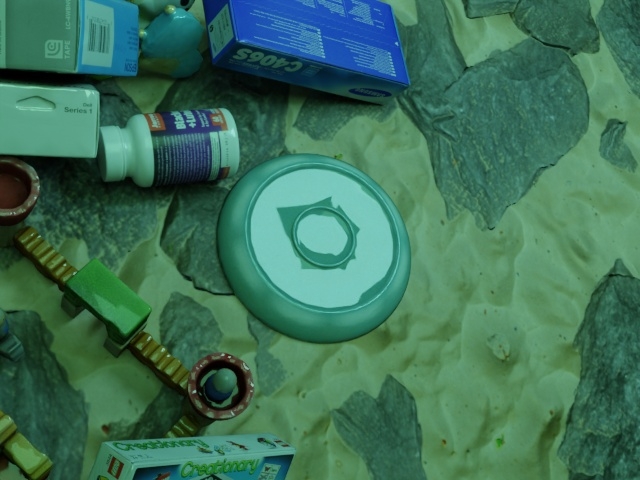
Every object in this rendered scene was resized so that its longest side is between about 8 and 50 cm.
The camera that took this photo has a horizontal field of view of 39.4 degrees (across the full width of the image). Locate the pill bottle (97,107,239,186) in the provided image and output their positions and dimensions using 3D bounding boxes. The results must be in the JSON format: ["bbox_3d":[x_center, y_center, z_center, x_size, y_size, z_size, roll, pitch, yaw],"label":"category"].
[{"bbox_3d":[-0.226,-0.135,1.315,0.194,0.108,0.108,-8,71,-22],"label":"pill bottle"}]

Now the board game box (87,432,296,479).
[{"bbox_3d":[-0.160,0.323,1.028,0.053,0.305,0.193,23,94,33],"label":"board game box"}]

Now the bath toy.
[{"bbox_3d":[-0.262,-0.434,1.422,0.129,0.151,0.348,20,52,-55],"label":"bath toy"}]

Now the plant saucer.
[{"bbox_3d":[0.000,0.000,1.376,0.318,0.043,0.317,7,67,-16],"label":"plant saucer"}]

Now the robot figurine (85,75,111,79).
[{"bbox_3d":[-0.338,-0.297,1.367,0.101,0.067,0.115,-6,68,8],"label":"robot figurine"}]

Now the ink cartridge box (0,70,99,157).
[{"bbox_3d":[-0.389,-0.175,1.208,0.160,0.219,0.092,0,105,-19],"label":"ink cartridge box"}]

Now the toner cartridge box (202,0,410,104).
[{"bbox_3d":[-0.019,-0.331,1.428,0.348,0.075,0.165,6,65,-38],"label":"toner cartridge box"}]

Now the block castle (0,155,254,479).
[{"bbox_3d":[-0.339,0.141,1.101,0.453,0.213,0.303,43,62,1],"label":"block castle"}]

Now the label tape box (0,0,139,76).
[{"bbox_3d":[-0.448,-0.285,1.206,0.348,0.249,0.115,3,100,5],"label":"label tape box"}]
